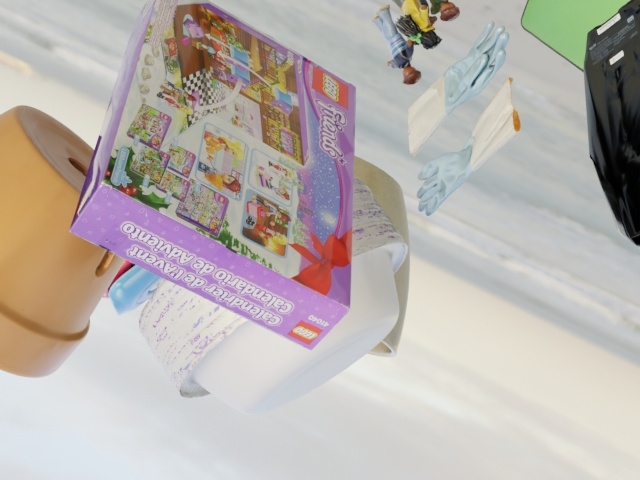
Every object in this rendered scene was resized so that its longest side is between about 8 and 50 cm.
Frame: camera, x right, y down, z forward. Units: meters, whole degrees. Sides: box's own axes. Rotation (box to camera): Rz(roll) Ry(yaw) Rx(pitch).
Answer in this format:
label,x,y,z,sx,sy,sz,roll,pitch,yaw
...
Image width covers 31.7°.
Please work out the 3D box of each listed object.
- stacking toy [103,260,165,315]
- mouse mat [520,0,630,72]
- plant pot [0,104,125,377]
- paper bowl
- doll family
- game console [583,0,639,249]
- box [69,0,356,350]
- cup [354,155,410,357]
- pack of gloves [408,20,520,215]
label,x,y,z,sx,sy,sz,roll,pitch,yaw
stacking toy,-0.359,-0.040,1.844,0.302,0.165,0.175,49,166,7
mouse mat,0.361,-0.330,1.585,0.007,0.153,0.190,-7,-141,-34
plant pot,-0.342,-0.018,1.297,0.291,0.203,0.291,45,-172,-8
paper bowl,-0.033,0.073,1.171,0.148,0.284,0.284,57,-170,14
doll family,0.123,-0.281,1.470,0.111,0.076,0.193,60,169,10
game console,0.339,-0.137,0.898,0.043,0.213,0.361,1,161,-27
box,-0.069,-0.072,0.889,0.200,0.057,0.293,28,-144,-19
cup,0.000,0.000,1.670,0.331,0.237,0.331,22,168,5
pack of gloves,0.188,-0.148,1.420,0.046,0.195,0.232,16,145,-21
